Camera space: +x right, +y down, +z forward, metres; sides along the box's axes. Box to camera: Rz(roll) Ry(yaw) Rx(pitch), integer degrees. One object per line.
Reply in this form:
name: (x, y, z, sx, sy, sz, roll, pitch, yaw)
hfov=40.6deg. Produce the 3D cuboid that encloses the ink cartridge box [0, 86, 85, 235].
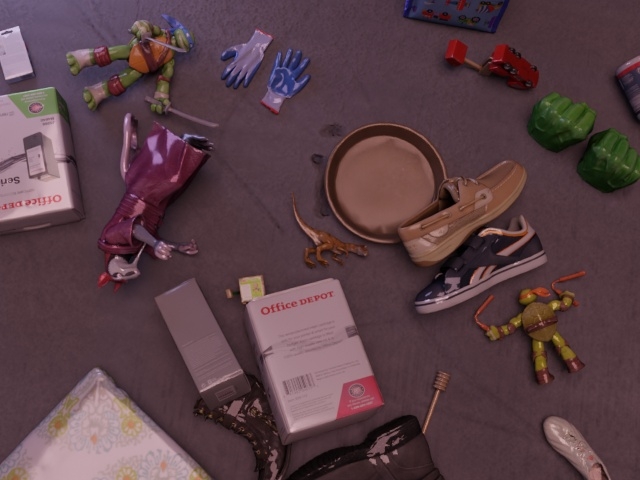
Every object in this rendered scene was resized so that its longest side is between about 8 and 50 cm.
ink cartridge box: (-0.629, -0.166, 1.843, 0.198, 0.115, 0.273, -11, 81, -6)

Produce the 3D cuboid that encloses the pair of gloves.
pair of gloves: (-0.127, -0.390, 1.963, 0.198, 0.023, 0.159, 31, 79, 2)

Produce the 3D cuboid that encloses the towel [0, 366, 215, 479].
towel: (-0.434, 0.498, 1.754, 0.374, 0.090, 0.320, 43, 77, 4)

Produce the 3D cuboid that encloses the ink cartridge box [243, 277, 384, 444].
ink cartridge box: (-0.019, 0.244, 1.768, 0.207, 0.117, 0.283, -14, 68, -16)

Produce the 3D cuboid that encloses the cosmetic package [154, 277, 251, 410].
cosmetic package: (-0.240, 0.211, 1.763, 0.107, 0.127, 0.238, -25, 64, -8)

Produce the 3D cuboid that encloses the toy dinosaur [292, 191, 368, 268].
toy dinosaur: (0.000, 0.000, 1.891, 0.211, 0.064, 0.112, 29, 61, -7)

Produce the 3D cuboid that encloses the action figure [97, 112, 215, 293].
action figure: (-0.373, -0.070, 1.777, 0.275, 0.248, 0.370, 29, 77, 3)

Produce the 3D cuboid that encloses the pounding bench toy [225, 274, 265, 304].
pounding bench toy: (-0.160, 0.109, 1.849, 0.083, 0.065, 0.052, -8, 81, -5)

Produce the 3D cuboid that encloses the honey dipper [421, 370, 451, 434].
honey dipper: (0.237, 0.358, 1.850, 0.030, 0.030, 0.161, 23, 82, 1)

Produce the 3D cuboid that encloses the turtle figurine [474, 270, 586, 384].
turtle figurine: (0.488, 0.185, 1.865, 0.269, 0.087, 0.217, -22, 82, -7)

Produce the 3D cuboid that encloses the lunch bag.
lunch bag: (0.318, -0.588, 1.888, 0.220, 0.293, 0.138, 9, 80, -2)

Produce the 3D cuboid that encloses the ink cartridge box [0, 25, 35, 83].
ink cartridge box: (-0.682, -0.413, 1.928, 0.062, 0.029, 0.115, -18, 80, -6)

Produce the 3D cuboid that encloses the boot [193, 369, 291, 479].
boot: (-0.159, 0.393, 1.793, 0.228, 0.091, 0.263, 23, 69, 1)

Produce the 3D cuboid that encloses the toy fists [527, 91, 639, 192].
toy fists: (0.591, -0.220, 1.917, 0.279, 0.142, 0.096, 41, 80, 4)

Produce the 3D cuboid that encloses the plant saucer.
plant saucer: (0.145, -0.126, 1.924, 0.277, 0.041, 0.278, 1, 79, -3)

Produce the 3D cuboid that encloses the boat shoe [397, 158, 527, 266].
boat shoe: (0.309, -0.084, 1.855, 0.341, 0.121, 0.110, -40, 109, -22)

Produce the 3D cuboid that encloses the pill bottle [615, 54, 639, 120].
pill bottle: (0.758, -0.330, 1.965, 0.107, 0.108, 0.180, -23, 82, -7)

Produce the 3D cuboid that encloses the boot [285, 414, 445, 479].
boot: (0.098, 0.525, 1.773, 0.338, 0.118, 0.223, -24, 89, -1)

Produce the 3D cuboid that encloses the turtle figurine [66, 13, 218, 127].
turtle figurine: (-0.390, -0.362, 1.848, 0.266, 0.198, 0.275, -18, 70, 1)

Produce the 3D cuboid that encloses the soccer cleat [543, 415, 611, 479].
soccer cleat: (0.549, 0.451, 1.827, 0.068, 0.076, 0.196, -37, 84, -9)

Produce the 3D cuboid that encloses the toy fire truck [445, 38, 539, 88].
toy fire truck: (0.389, -0.396, 1.958, 0.192, 0.135, 0.047, 25, 76, -39)

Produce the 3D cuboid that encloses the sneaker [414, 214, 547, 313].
sneaker: (0.327, 0.048, 1.860, 0.321, 0.126, 0.128, -24, 93, -18)
